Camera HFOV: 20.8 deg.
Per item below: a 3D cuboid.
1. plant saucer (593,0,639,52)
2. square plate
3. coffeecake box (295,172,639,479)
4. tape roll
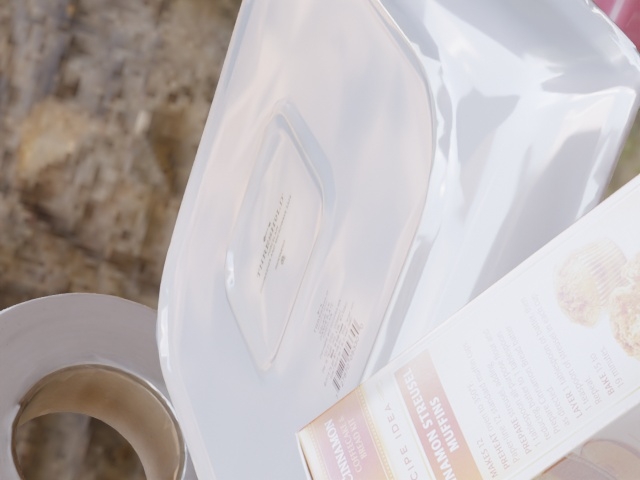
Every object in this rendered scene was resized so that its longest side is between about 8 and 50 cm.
[{"bbox_3d":[0.200,-0.277,1.095,0.332,0.084,0.332,13,-90,-89],"label":"plant saucer"},{"bbox_3d":[0.000,0.000,0.784,0.344,0.049,0.347,-117,40,-56],"label":"square plate"},{"bbox_3d":[0.111,0.055,0.525,0.185,0.142,0.068,-39,45,18],"label":"coffeecake box"},{"bbox_3d":[-0.199,0.189,1.464,0.100,0.286,0.286,128,161,-54],"label":"tape roll"}]
